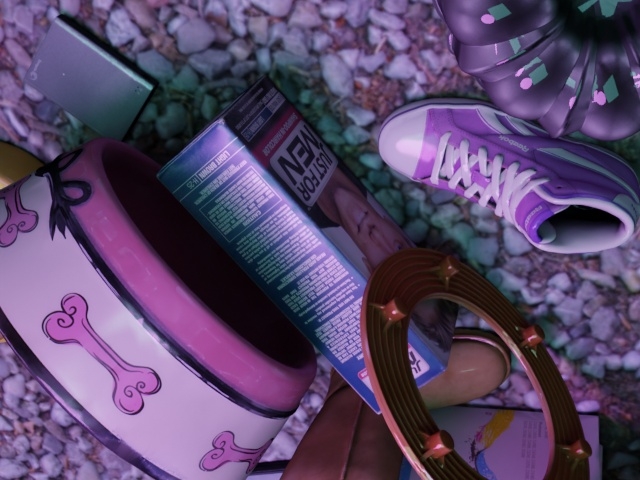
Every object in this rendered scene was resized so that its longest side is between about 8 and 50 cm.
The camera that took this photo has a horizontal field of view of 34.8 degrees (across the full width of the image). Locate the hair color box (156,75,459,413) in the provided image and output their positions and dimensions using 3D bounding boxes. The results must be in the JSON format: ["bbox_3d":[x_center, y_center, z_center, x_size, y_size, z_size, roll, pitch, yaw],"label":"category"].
[{"bbox_3d":[0.000,0.000,1.109,0.105,0.174,0.347,-37,102,25],"label":"hair color box"}]

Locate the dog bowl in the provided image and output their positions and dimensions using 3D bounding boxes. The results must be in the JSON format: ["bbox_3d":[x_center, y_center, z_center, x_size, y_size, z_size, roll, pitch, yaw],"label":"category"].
[{"bbox_3d":[-0.167,0.061,1.075,0.150,0.408,0.408,-41,100,9],"label":"dog bowl"}]

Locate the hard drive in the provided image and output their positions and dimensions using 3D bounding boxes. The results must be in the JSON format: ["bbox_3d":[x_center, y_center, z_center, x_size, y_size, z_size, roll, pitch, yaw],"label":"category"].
[{"bbox_3d":[-0.265,-0.183,1.177,0.135,0.022,0.094,36,118,-3],"label":"hard drive"}]

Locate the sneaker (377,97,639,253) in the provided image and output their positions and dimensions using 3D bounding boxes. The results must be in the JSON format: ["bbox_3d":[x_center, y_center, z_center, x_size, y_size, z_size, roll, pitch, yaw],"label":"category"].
[{"bbox_3d":[0.186,-0.065,1.038,0.282,0.161,0.102,13,119,10],"label":"sneaker"}]

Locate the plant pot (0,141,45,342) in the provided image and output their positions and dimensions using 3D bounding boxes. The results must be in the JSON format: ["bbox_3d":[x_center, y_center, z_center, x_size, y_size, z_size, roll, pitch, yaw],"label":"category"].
[{"bbox_3d":[-0.439,0.035,1.206,0.254,0.239,0.253,6,117,12],"label":"plant pot"}]

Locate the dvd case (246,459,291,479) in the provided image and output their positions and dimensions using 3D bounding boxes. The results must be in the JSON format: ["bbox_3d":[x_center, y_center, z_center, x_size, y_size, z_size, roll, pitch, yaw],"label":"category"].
[{"bbox_3d":[-0.063,0.415,1.409,0.180,0.022,0.253,-9,112,19],"label":"dvd case"}]

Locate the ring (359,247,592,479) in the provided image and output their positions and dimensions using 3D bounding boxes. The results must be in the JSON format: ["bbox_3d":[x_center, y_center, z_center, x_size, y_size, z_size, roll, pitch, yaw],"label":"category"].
[{"bbox_3d":[0.171,0.149,1.041,0.336,0.336,0.032,46,124,-9],"label":"ring"}]

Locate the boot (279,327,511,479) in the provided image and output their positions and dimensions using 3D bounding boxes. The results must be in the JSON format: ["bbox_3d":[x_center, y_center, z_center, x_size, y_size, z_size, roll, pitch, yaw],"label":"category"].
[{"bbox_3d":[0.087,0.212,1.131,0.236,0.269,0.089,-14,111,21],"label":"boot"}]

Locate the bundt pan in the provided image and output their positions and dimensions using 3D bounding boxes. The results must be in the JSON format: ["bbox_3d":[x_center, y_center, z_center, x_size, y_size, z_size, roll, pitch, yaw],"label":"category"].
[{"bbox_3d":[0.260,-0.234,0.936,0.331,0.124,0.330,4,120,8],"label":"bundt pan"}]

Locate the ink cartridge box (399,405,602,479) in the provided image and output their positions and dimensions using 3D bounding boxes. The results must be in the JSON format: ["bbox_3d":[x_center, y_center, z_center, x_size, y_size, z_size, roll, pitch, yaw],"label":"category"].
[{"bbox_3d":[0.190,0.329,1.201,0.270,0.197,0.198,2,116,13],"label":"ink cartridge box"}]
